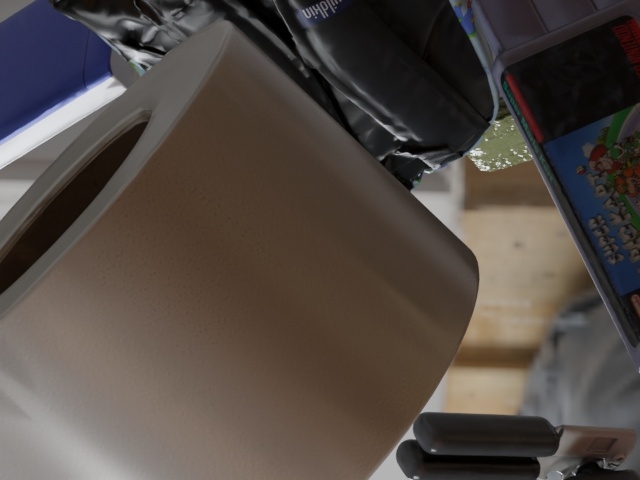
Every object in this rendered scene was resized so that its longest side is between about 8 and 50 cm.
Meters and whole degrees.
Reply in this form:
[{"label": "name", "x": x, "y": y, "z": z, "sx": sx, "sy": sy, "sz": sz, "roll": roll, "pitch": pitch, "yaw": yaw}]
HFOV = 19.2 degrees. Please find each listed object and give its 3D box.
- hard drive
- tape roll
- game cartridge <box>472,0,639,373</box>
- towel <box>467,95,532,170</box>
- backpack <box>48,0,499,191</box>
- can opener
[{"label": "hard drive", "x": -0.315, "y": -0.153, "z": 1.906, "sx": 0.040, "sy": 0.319, "sz": 0.210, "roll": 44, "pitch": -150, "yaw": -34}, {"label": "tape roll", "x": -0.067, "y": 0.039, "z": 0.909, "sx": 0.246, "sy": 0.169, "sz": 0.246, "roll": -43, "pitch": 14, "yaw": 14}, {"label": "game cartridge", "x": 0.267, "y": -0.060, "z": 1.265, "sx": 0.068, "sy": 0.230, "sz": 0.355, "roll": 77, "pitch": 170, "yaw": -66}, {"label": "towel", "x": 0.190, "y": -0.104, "z": 1.642, "sx": 0.110, "sy": 0.148, "sz": 0.027, "roll": 39, "pitch": -144, "yaw": -60}, {"label": "backpack", "x": -0.003, "y": -0.182, "z": 1.504, "sx": 0.355, "sy": 0.290, "sz": 0.273, "roll": 49, "pitch": -162, "yaw": -30}, {"label": "can opener", "x": 0.211, "y": 0.224, "z": 1.870, "sx": 0.076, "sy": 0.283, "sz": 0.095, "roll": -61, "pitch": 41, "yaw": 29}]
